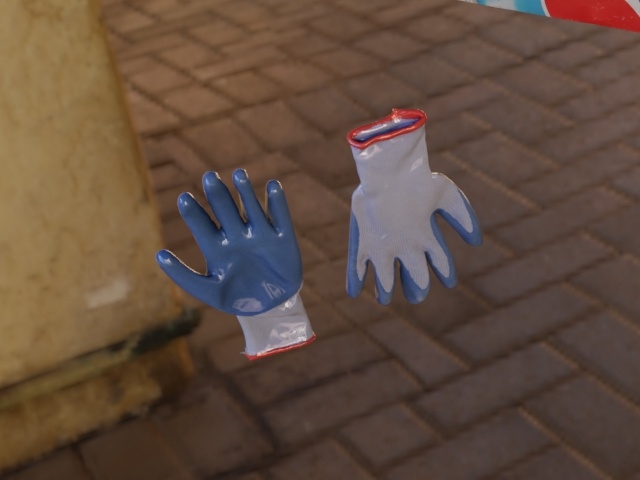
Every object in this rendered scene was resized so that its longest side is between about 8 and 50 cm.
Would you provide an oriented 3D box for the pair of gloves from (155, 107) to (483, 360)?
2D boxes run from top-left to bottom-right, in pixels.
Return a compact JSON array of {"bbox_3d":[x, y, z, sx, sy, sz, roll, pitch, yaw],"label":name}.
[{"bbox_3d":[0.000,0.000,0.998,0.198,0.159,0.023,-17,42,0],"label":"pair of gloves"}]

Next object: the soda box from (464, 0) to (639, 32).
[{"bbox_3d":[0.143,-0.148,0.790,0.210,0.067,0.071,11,33,10],"label":"soda box"}]
